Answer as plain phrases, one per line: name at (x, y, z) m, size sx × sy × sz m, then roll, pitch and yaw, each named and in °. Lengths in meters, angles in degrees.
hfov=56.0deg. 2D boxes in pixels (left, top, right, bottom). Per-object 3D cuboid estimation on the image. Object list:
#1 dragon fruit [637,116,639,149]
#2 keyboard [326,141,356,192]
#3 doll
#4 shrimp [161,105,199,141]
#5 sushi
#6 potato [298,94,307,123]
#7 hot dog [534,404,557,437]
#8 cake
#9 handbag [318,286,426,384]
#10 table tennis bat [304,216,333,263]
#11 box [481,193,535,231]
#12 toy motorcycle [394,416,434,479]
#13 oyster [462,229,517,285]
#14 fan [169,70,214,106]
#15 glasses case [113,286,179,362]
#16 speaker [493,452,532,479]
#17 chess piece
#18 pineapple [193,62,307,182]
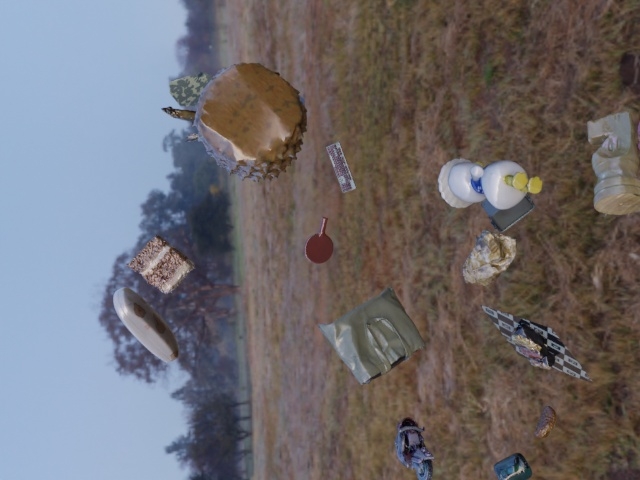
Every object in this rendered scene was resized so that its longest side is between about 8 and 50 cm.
dragon fruit at (0.835, -0.282, 1.405) m, size 0.189 × 0.262 × 0.163 m, roll 55°, pitch 176°, yaw -12°
keyboard at (0.072, -0.247, 2.040) m, size 0.166 × 0.055 × 0.017 m, roll 69°, pitch -155°, yaw -7°
doll at (0.360, -0.127, 1.325) m, size 0.293 × 0.138 × 0.119 m, roll 9°, pitch 80°, yaw 69°
shrimp at (-0.434, -0.373, 1.958) m, size 0.148 × 0.195 × 0.035 m, roll -41°, pitch 48°, yaw 51°
sushi at (0.593, 0.310, 1.694) m, size 0.050 × 0.290 × 0.264 m, roll -53°, pitch 32°, yaw -14°
potato at (-0.065, -0.274, 1.417) m, size 0.066 × 0.096 × 0.103 m, roll 53°, pitch 176°, yaw 29°
hot dog at (0.550, 0.446, 1.469) m, size 0.083 × 0.035 × 0.058 m, roll -53°, pitch -22°, yaw -32°
cake at (-0.464, 0.075, 1.768) m, size 0.134 × 0.147 × 0.135 m, roll -46°, pitch 4°, yaw -6°
handbag at (0.185, 0.317, 2.014) m, size 0.253 × 0.316 × 0.109 m, roll 53°, pitch 147°, yaw 22°
table tennis bat at (0.000, 0.000, 1.959) m, size 0.019 × 0.098 × 0.154 m, roll -150°, pitch 70°, yaw -73°
box at (0.487, -0.092, 1.579) m, size 0.069 × 0.122 × 0.084 m, roll 40°, pitch -162°, yaw -31°
toy motorcycle at (0.264, 0.575, 1.679) m, size 0.213 × 0.082 × 0.122 m, roll -150°, pitch 61°, yaw -72°
oyster at (0.461, 0.046, 1.650) m, size 0.166 × 0.110 × 0.341 m, roll -61°, pitch -11°, yaw -20°
fan at (-0.411, -0.496, 1.972) m, size 0.240 × 0.009 × 0.131 m, roll -19°, pitch -37°, yaw -53°
glasses case at (-0.286, 0.141, 0.997) m, size 0.164 × 0.041 × 0.063 m, roll 59°, pitch -177°, yaw -38°
speaker at (0.427, 0.509, 1.347) m, size 0.094 × 0.075 × 0.060 m, roll 58°, pitch -176°, yaw -43°
chess piece at (0.831, -0.227, 1.691) m, size 0.137 × 0.137 × 0.301 m, roll 101°, pitch 176°, yaw -67°
pineapple at (-0.130, -0.190, 1.172) m, size 0.362 × 0.202 × 0.202 m, roll 114°, pitch 155°, yaw -78°
